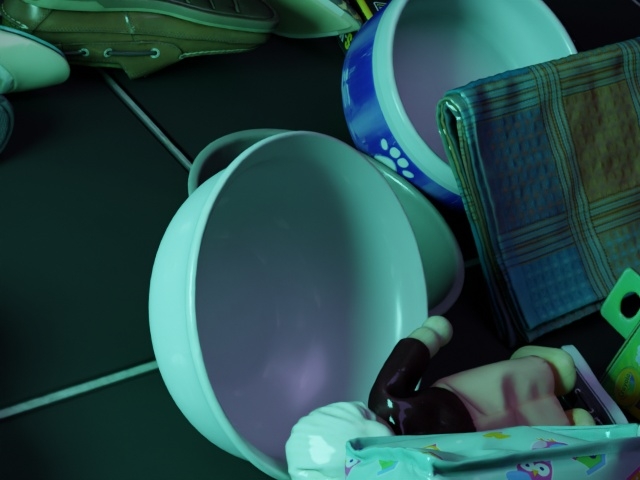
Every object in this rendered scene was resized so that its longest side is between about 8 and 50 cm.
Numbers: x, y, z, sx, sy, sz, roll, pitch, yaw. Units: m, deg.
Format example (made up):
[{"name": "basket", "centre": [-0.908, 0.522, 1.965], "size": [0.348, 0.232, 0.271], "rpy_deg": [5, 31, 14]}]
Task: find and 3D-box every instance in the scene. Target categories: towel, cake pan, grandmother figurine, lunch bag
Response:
[{"name": "towel", "centre": [0.291, -0.067, 1.752], "size": [0.370, 0.040, 0.272], "rpy_deg": [-19, 93, -38]}, {"name": "cake pan", "centre": [0.000, 0.000, 1.624], "size": [0.293, 0.054, 0.293], "rpy_deg": [18, 36, -13]}, {"name": "grandmother figurine", "centre": [0.105, 0.171, 1.390], "size": [0.342, 0.104, 0.208], "rpy_deg": [-2, 60, -47]}, {"name": "lunch bag", "centre": [0.157, 0.251, 1.236], "size": [0.262, 0.160, 0.223], "rpy_deg": [-1, 88, -31]}]

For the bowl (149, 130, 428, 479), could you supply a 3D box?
[{"name": "bowl", "centre": [-0.048, 0.061, 1.391], "size": [0.298, 0.134, 0.298], "rpy_deg": [8, 79, -49]}]

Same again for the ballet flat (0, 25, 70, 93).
[{"name": "ballet flat", "centre": [-0.375, -0.184, 1.614], "size": [0.248, 0.086, 0.086], "rpy_deg": [20, 35, -7]}]

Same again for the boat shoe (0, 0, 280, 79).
[{"name": "boat shoe", "centre": [-0.196, -0.233, 1.762], "size": [0.307, 0.104, 0.111], "rpy_deg": [5, 31, -26]}]

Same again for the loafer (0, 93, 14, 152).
[{"name": "loafer", "centre": [-0.407, -0.138, 1.457], "size": [0.095, 0.109, 0.302], "rpy_deg": [31, 6, 34]}]

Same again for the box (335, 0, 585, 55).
[{"name": "box", "centre": [0.194, -0.207, 2.001], "size": [0.322, 0.079, 0.257], "rpy_deg": [4, 38, -28]}]

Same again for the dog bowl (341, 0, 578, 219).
[{"name": "dog bowl", "centre": [0.159, -0.160, 1.787], "size": [0.264, 0.104, 0.265], "rpy_deg": [10, 69, -27]}]

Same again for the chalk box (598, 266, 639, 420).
[{"name": "chalk box", "centre": [0.377, 0.115, 1.651], "size": [0.213, 0.132, 0.132], "rpy_deg": [36, 36, 16]}]

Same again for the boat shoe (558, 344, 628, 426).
[{"name": "boat shoe", "centre": [0.262, 0.164, 1.595], "size": [0.040, 0.049, 0.142], "rpy_deg": [-24, 54, -9]}]

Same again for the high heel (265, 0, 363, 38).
[{"name": "high heel", "centre": [-0.049, -0.339, 1.993], "size": [0.261, 0.093, 0.186], "rpy_deg": [21, 40, 8]}]

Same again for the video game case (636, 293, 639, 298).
[{"name": "video game case", "centre": [0.458, 0.030, 1.909], "size": [0.285, 0.025, 0.204], "rpy_deg": [-5, 45, -38]}]
